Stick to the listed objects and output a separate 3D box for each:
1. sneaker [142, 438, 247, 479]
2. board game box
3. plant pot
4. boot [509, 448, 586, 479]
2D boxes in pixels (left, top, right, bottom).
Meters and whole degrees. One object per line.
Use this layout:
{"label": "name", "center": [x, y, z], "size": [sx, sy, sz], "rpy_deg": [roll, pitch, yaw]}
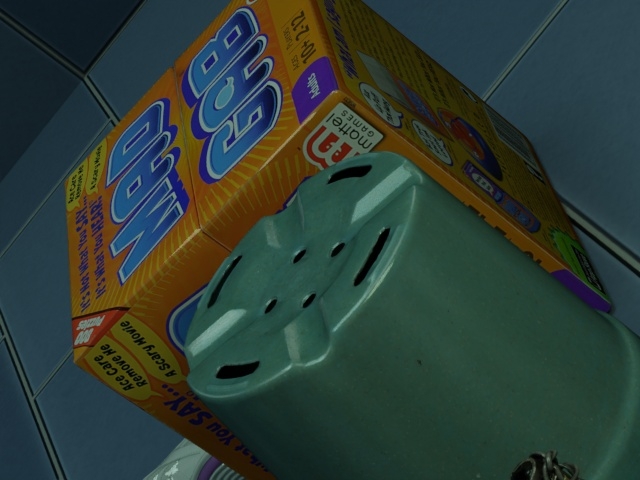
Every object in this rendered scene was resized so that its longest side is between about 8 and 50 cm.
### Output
{"label": "sneaker", "center": [-0.141, 0.285, 2.156], "size": [0.305, 0.114, 0.152], "rpy_deg": [-38, 15, 20]}
{"label": "board game box", "center": [0.000, 0.000, 1.955], "size": [0.356, 0.356, 0.356], "rpy_deg": [-45, 26, 16]}
{"label": "plant pot", "center": [0.088, 0.125, 1.639], "size": [0.341, 0.334, 0.341], "rpy_deg": [-36, 28, 22]}
{"label": "boot", "center": [0.232, 0.215, 1.436], "size": [0.263, 0.229, 0.091], "rpy_deg": [-54, 25, -2]}
